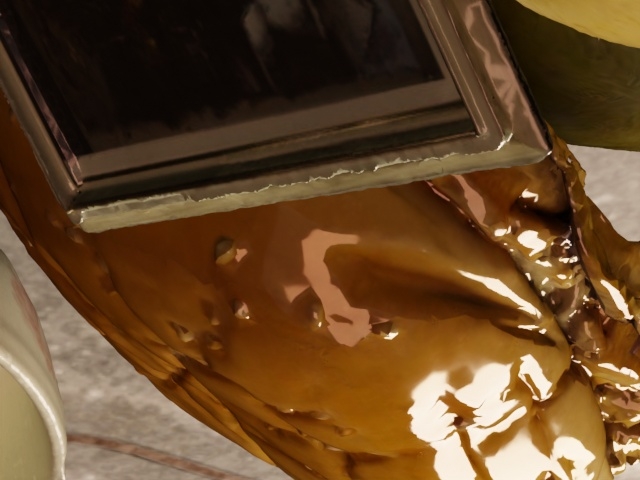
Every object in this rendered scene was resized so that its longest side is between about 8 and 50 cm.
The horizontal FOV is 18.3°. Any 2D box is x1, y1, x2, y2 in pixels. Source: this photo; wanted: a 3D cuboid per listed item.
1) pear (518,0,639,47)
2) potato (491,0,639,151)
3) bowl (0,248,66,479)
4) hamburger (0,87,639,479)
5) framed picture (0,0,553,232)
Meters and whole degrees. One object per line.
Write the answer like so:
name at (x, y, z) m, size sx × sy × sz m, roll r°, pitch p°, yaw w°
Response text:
pear at (0.135, -0.193, 0.560) m, size 0.309 × 0.309 × 0.309 m, roll -4°, pitch 140°, yaw -3°
potato at (0.149, -0.115, 0.786) m, size 0.228 × 0.148 × 0.197 m, roll 13°, pitch 125°, yaw -18°
bowl at (-0.258, 0.050, 0.931) m, size 0.277 × 0.145 × 0.277 m, roll -5°, pitch 140°, yaw -4°
hamburger at (0.000, 0.000, 0.801) m, size 0.319 × 0.158 × 0.318 m, roll 33°, pitch 166°, yaw 9°
framed picture at (-0.076, -0.136, 0.567) m, size 0.232 × 0.019 × 0.296 m, roll -9°, pitch 113°, yaw 51°
